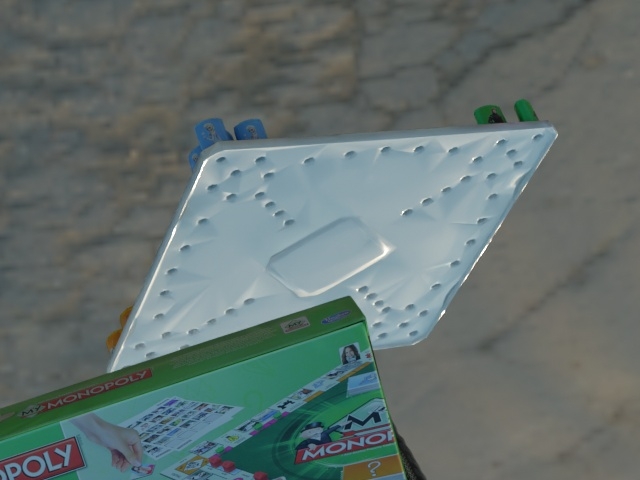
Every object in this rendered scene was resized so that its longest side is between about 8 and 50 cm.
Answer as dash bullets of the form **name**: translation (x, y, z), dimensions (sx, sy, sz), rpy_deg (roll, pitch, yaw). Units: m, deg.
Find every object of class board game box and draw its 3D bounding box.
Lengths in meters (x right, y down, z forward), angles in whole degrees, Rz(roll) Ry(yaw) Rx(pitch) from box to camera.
- **board game box**: translation (0.000, 0.000, 2.051), dimensions (0.390, 0.050, 0.390), rpy_deg (-6, 145, -27)
- **board game box**: translation (-0.101, 0.181, 1.198), dimensions (0.317, 0.214, 0.046), rpy_deg (-17, -160, -6)

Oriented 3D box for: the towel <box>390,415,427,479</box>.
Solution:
- **towel**: translation (0.041, 0.298, 1.728), dimensions (0.056, 0.312, 0.324), rpy_deg (-7, 124, -17)
